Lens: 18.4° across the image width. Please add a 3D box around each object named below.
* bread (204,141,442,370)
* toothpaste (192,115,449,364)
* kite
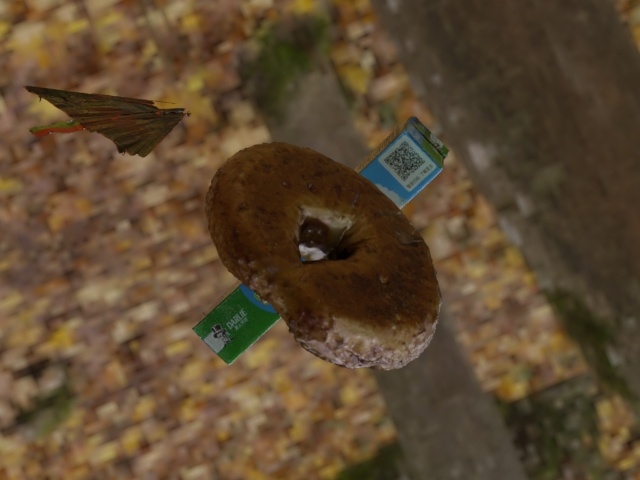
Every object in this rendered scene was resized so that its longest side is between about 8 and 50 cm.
[{"bbox_3d":[0.001,0.011,1.334,0.064,0.193,0.193,-49,161,30],"label":"bread"},{"bbox_3d":[0.000,0.000,1.733,0.267,0.050,0.065,-43,-173,16],"label":"toothpaste"},{"bbox_3d":[-0.212,-0.120,1.946,0.183,0.014,0.241,-12,-152,-38],"label":"kite"}]
